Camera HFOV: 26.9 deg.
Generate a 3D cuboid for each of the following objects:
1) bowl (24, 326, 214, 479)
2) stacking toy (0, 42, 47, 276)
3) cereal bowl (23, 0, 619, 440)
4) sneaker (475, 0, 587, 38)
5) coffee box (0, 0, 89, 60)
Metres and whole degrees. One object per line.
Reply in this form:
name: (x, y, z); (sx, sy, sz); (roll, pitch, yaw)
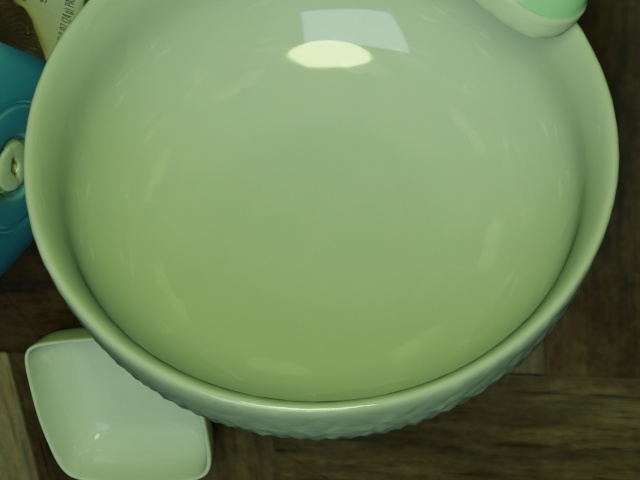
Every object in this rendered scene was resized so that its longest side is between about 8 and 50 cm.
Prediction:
bowl: (-0.154, 0.126, 1.072); (0.142, 0.053, 0.142); (-2, 117, 17)
stacking toy: (-0.342, -0.084, 0.964); (0.302, 0.166, 0.175); (14, 136, 21)
cereal bowl: (0.001, -0.034, 0.815); (0.339, 0.339, 0.141); (14, 157, 7)
sneaker: (0.115, -0.241, 0.709); (0.151, 0.094, 0.256); (-14, 98, 54)
coffee box: (-0.259, -0.251, 0.849); (0.297, 0.119, 0.168); (21, 123, 3)
